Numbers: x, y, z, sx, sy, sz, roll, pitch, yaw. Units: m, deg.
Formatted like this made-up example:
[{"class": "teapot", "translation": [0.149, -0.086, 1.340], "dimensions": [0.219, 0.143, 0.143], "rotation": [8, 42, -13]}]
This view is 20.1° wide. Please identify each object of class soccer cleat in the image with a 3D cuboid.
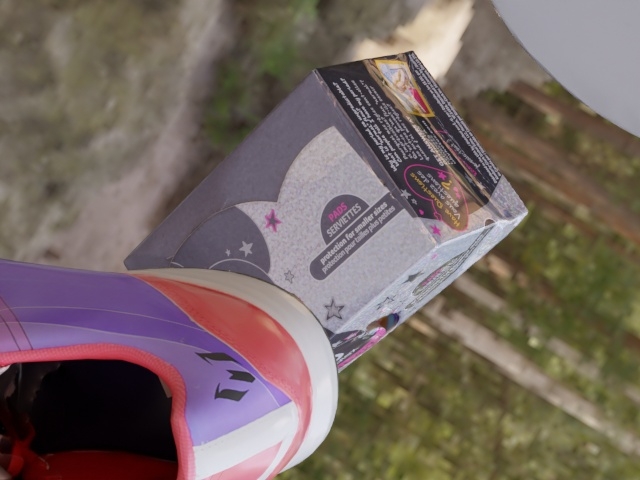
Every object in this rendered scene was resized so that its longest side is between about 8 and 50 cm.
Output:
[{"class": "soccer cleat", "translation": [-0.156, 0.056, 0.738], "dimensions": [0.116, 0.318, 0.108], "rotation": [-27, 118, -65]}]

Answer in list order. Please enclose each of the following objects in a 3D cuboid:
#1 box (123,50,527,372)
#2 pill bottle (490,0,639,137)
[{"class": "box", "translation": [0.000, 0.000, 1.353], "dimensions": [0.247, 0.163, 0.142], "rotation": [-42, 166, 35]}, {"class": "pill bottle", "translation": [0.250, -0.236, 0.827], "dimensions": [0.392, 0.224, 0.224], "rotation": [-55, 176, -20]}]
